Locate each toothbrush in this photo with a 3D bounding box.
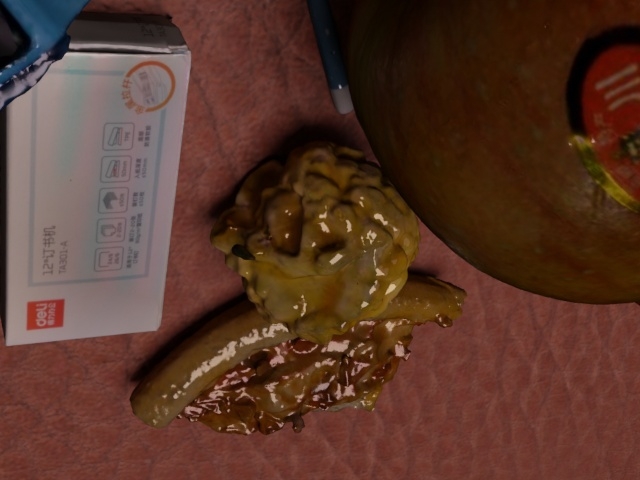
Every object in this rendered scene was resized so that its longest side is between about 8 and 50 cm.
[{"bbox_3d":[-0.009,-0.216,0.715,0.019,0.025,0.276,-22,133,-4],"label":"toothbrush"}]

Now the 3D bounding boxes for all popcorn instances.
[{"bbox_3d":[0.000,0.000,0.796,0.180,0.180,0.170,-53,154,15],"label":"popcorn"}]

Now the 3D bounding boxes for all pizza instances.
[{"bbox_3d":[-0.014,0.123,0.919,0.365,0.074,0.182,-12,119,-18],"label":"pizza"}]

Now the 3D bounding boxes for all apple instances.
[{"bbox_3d":[0.214,-0.149,0.628,0.333,0.400,0.400,32,106,-26],"label":"apple"}]

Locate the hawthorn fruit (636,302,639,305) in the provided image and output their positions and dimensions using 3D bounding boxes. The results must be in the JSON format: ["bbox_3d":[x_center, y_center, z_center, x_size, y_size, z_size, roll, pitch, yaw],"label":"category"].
[{"bbox_3d":[0.407,0.024,1.042,0.140,0.125,0.125,-30,145,-57],"label":"hawthorn fruit"}]

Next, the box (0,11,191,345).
[{"bbox_3d":[-0.184,-0.047,0.706,0.135,0.079,0.269,-5,125,-25],"label":"box"}]

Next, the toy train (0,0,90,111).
[{"bbox_3d":[-0.279,-0.137,0.470,0.300,0.265,0.188,-35,132,2],"label":"toy train"}]
